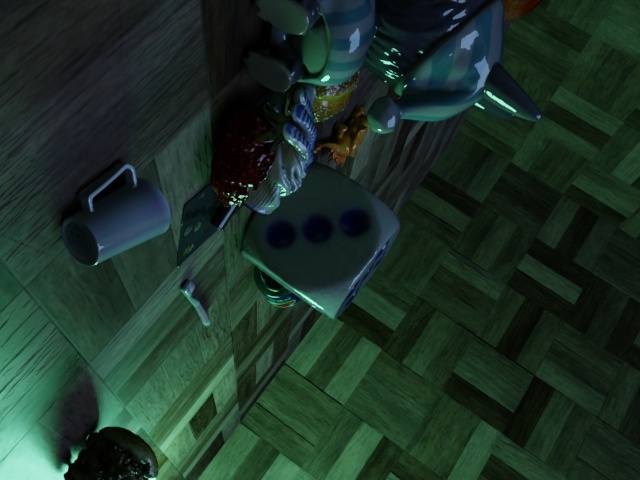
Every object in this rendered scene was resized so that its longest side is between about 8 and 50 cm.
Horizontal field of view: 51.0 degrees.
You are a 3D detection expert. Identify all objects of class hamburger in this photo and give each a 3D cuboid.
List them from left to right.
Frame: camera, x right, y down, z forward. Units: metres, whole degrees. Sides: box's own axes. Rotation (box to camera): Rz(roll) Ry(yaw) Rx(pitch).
[{"bbox_3d":[-0.396,0.436,1.292,0.185,0.159,0.131,-4,-133,44],"label":"hamburger"},{"bbox_3d":[0.008,-0.259,1.135,0.137,0.087,0.166,-61,169,28],"label":"hamburger"}]

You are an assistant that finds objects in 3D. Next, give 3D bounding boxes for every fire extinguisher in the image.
[{"bbox_3d":[-0.134,-0.098,1.126,0.049,0.035,0.173,30,94,-41],"label":"fire extinguisher"}]

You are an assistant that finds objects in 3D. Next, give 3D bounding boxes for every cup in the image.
[{"bbox_3d":[-0.240,-0.035,0.785,0.116,0.074,0.104,-36,134,-49],"label":"cup"}]

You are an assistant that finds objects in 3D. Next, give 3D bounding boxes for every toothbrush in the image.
[{"bbox_3d":[-0.247,0.131,1.355,0.025,0.020,0.286,-59,171,-19],"label":"toothbrush"}]

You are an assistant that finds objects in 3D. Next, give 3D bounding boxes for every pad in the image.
[{"bbox_3d":[-0.162,-0.074,1.161,0.245,0.006,0.170,-48,168,-38],"label":"pad"}]

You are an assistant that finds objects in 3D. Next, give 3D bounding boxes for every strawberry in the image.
[{"bbox_3d":[-0.118,-0.127,0.991,0.187,0.082,0.146,-54,-163,34],"label":"strawberry"}]

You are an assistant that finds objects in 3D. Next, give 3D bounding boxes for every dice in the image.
[{"bbox_3d":[0.000,0.000,1.423,0.251,0.259,0.243,-54,168,-8],"label":"dice"}]

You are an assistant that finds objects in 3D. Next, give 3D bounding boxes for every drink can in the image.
[{"bbox_3d":[-0.098,0.101,1.676,0.118,0.118,0.205,-54,170,-9],"label":"drink can"}]

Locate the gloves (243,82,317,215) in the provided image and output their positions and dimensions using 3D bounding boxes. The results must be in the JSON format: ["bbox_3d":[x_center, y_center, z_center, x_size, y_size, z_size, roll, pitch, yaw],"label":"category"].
[{"bbox_3d":[-0.064,-0.147,1.064,0.097,0.119,0.229,-24,147,-58],"label":"gloves"}]

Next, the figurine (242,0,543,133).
[{"bbox_3d":[0.152,-0.280,0.940,0.361,0.377,0.266,-50,168,-35],"label":"figurine"}]

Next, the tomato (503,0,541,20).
[{"bbox_3d":[0.387,-0.590,1.407,0.265,0.265,0.265,-53,169,-15],"label":"tomato"}]

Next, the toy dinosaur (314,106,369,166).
[{"bbox_3d":[0.060,-0.226,1.540,0.288,0.070,0.117,-41,163,-39],"label":"toy dinosaur"}]
